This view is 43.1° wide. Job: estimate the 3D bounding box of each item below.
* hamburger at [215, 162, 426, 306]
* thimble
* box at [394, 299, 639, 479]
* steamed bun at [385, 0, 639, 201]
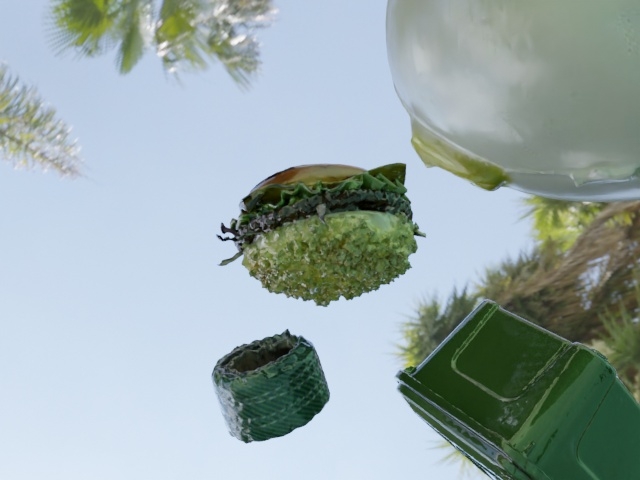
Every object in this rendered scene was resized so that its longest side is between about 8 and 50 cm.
[{"bbox_3d":[0.000,0.000,1.002,0.262,0.243,0.138,-7,-110,-3],"label":"hamburger"},{"bbox_3d":[-0.060,0.175,0.984,0.135,0.118,0.090,-23,-72,-26],"label":"thimble"},{"bbox_3d":[0.275,0.229,0.975,0.177,0.253,0.329,-51,-56,-5],"label":"box"},{"bbox_3d":[0.236,-0.188,0.648,0.334,0.374,0.333,10,-102,-57],"label":"steamed bun"}]
